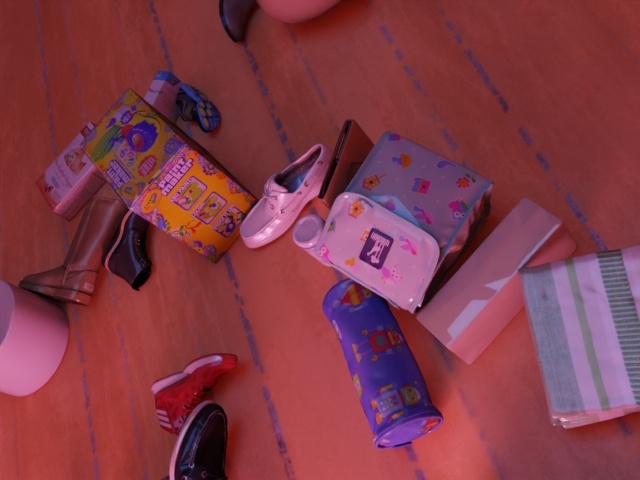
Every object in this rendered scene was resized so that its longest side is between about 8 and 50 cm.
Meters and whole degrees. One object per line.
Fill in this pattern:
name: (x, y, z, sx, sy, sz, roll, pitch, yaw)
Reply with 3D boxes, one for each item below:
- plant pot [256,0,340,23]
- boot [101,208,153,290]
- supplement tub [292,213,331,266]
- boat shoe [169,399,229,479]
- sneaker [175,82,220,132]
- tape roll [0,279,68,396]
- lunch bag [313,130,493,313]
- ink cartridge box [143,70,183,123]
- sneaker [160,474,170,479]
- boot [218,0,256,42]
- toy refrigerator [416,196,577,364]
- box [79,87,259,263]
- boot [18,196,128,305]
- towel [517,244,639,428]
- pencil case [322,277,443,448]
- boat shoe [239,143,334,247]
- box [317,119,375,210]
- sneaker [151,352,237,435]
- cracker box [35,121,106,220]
plant pot: (-0.059, -0.627, 1.768, 0.191, 0.284, 0.284, -57, 38, 44)
boot: (-0.421, 0.010, 1.774, 0.137, 0.077, 0.197, 33, 100, 36)
supplement tub: (0.000, 0.000, 1.469, 0.071, 0.107, 0.071, -15, 59, 27)
boat shoe: (-0.210, 0.465, 1.349, 0.113, 0.127, 0.340, 5, 71, 34)
sneaker: (-0.311, -0.322, 1.885, 0.188, 0.067, 0.078, 51, 119, 38)
tape roll: (-0.753, 0.235, 1.801, 0.246, 0.169, 0.246, -16, 58, 27)
lunch bag: (0.141, -0.025, 1.303, 0.223, 0.160, 0.262, 31, 73, 21)
ink cartridge box: (-0.403, -0.362, 1.940, 0.052, 0.088, 0.122, 13, 74, 37)
sneaker: (-0.304, 0.548, 1.395, 0.227, 0.087, 0.130, -51, 51, 4)
boot: (-0.172, -0.639, 1.946, 0.161, 0.083, 0.246, -10, 62, 22)
toy refrigerator: (0.290, 0.067, 1.246, 0.269, 0.102, 0.094, -49, 50, 3)
box: (-0.326, -0.140, 1.647, 0.177, 0.279, 0.290, -49, 50, 2)
boot: (-0.613, 0.022, 1.882, 0.236, 0.089, 0.269, 8, 70, 25)
towel: (0.473, 0.125, 1.086, 0.325, 0.038, 0.247, -14, 68, 18)
pencil case: (0.098, 0.206, 1.286, 0.119, 0.133, 0.306, -10, 52, -17)
boat shoe: (-0.080, -0.102, 1.583, 0.277, 0.096, 0.098, -44, 51, 6)
box: (0.073, -0.107, 1.417, 0.021, 0.201, 0.164, 9, 72, 33)
sneaker: (-0.240, 0.313, 1.491, 0.221, 0.087, 0.128, -31, 60, 31)
cracker box: (-0.649, -0.188, 2.025, 0.232, 0.067, 0.156, -47, 50, 3)
